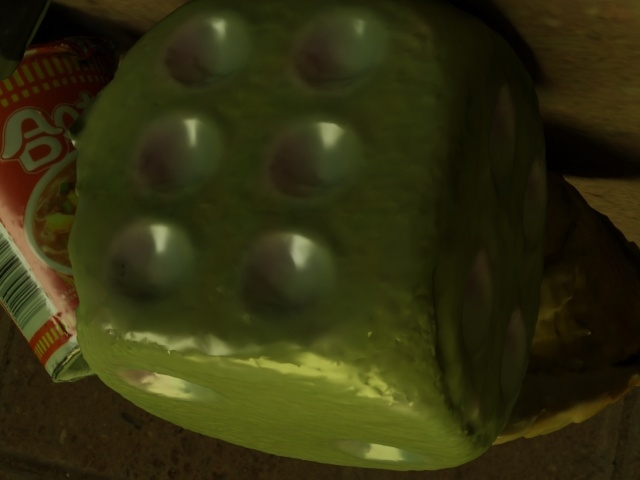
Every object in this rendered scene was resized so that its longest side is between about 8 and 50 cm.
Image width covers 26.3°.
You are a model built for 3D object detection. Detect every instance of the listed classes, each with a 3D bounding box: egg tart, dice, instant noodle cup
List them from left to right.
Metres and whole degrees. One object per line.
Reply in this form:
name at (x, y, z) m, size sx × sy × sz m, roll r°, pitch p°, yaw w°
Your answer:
instant noodle cup at (-0.189, -0.016, 1.033) m, size 0.193 × 0.212 × 0.193 m, roll -29°, pitch 168°, yaw -7°
dice at (0.000, 0.000, 0.876) m, size 0.254 × 0.252 × 0.250 m, roll 2°, pitch 157°, yaw 23°
egg tart at (0.113, 0.014, 1.101) m, size 0.345 × 0.132 × 0.345 m, roll 3°, pitch -144°, yaw -2°

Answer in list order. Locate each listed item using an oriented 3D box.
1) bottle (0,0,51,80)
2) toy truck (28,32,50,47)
bottle at (-0.266, -0.160, 0.606) m, size 0.168 × 0.168 × 0.347 m, roll 4°, pitch 174°, yaw 44°
toy truck at (-0.264, -0.145, 1.027) m, size 0.088 × 0.074 × 0.201 m, roll 5°, pitch 172°, yaw 12°
